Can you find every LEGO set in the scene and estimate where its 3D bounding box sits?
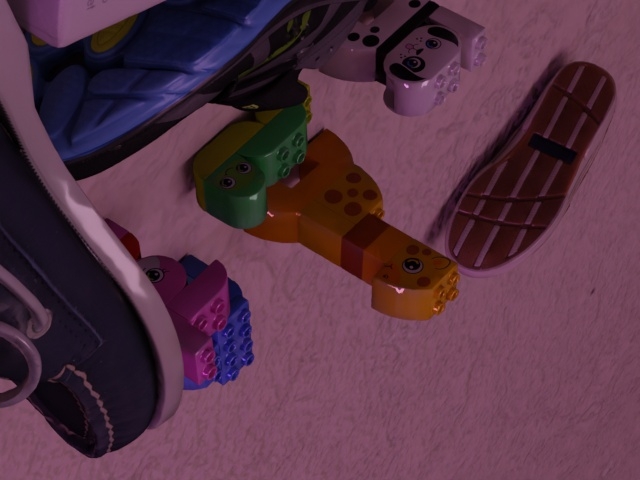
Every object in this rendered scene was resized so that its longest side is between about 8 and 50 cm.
[{"bbox_3d":[0.000,0.000,0.697,0.227,0.093,0.087,-44,152,-30],"label":"LEGO set"}]

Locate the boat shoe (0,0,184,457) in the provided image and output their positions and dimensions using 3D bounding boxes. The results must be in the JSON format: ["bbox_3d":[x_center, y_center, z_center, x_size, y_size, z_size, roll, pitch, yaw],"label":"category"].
[{"bbox_3d":[-0.107,-0.001,0.494,0.079,0.095,0.254,-51,153,-22],"label":"boat shoe"}]

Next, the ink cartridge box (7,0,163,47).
[{"bbox_3d":[-0.017,-0.161,0.505,0.231,0.078,0.134,-34,146,-44],"label":"ink cartridge box"}]

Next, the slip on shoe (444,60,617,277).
[{"bbox_3d":[0.111,-0.033,0.932,0.135,0.051,0.041,-58,168,-17],"label":"slip on shoe"}]

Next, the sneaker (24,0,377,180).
[{"bbox_3d":[-0.031,-0.067,0.596,0.188,0.067,0.078,-41,144,-40],"label":"sneaker"}]
